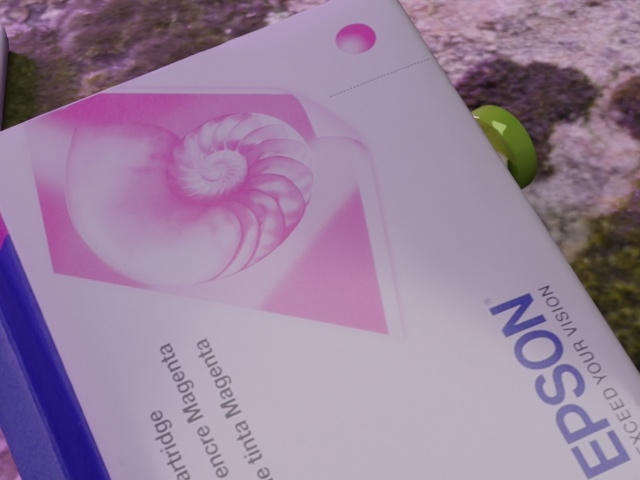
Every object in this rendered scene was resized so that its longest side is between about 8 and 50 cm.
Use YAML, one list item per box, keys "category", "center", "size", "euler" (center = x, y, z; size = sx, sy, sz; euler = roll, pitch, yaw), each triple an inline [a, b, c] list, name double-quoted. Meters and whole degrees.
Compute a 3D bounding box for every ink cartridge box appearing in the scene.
- category: "ink cartridge box"
  center: [-0.045, 0.056, 0.798]
  size: [0.330, 0.071, 0.324]
  euler: [-23, 58, -10]

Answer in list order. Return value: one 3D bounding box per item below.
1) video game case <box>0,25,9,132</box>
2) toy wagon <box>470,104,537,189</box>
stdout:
- category: "video game case"
  center: [-0.303, -0.065, 1.072]
  size: [0.193, 0.023, 0.212]
  euler: [-6, 42, -2]
- category: "toy wagon"
  center: [0.000, 0.000, 0.944]
  size: [0.267, 0.068, 0.344]
  euler: [-32, 49, -28]
